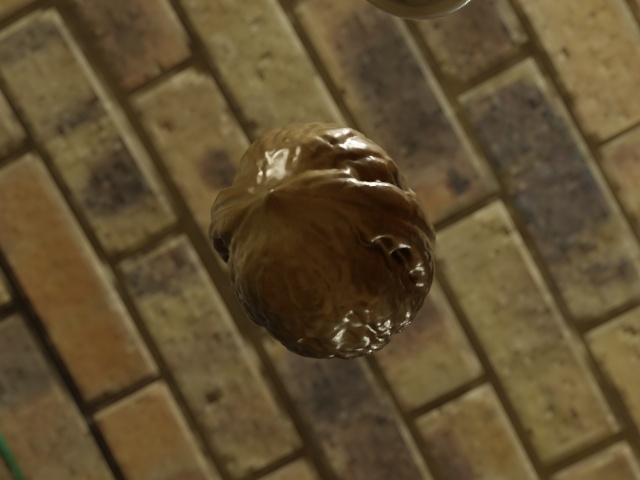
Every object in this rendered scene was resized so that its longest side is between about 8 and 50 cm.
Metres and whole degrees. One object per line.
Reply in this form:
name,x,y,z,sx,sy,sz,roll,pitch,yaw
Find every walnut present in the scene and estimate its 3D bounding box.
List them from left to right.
walnut,0.000,0.000,1.310,0.184,0.155,0.155,54,13,-62

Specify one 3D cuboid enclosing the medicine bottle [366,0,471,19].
medicine bottle,0.077,-0.229,1.258,0.102,0.103,0.186,56,29,-21
